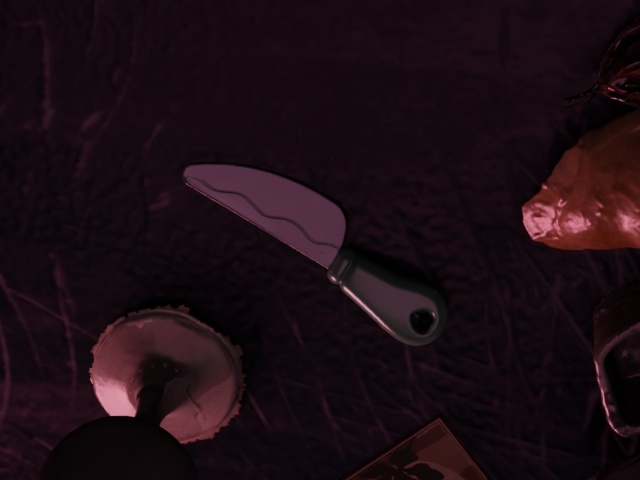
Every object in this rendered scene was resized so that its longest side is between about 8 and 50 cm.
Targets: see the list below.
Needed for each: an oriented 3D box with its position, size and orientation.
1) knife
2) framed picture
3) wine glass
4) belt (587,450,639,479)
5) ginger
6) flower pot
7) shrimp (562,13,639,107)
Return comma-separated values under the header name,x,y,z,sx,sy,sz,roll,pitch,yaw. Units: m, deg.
name,x,y,z,sx,sy,sz,roll,pitch,yaw
knife,0.001,-0.001,1.437,0.260,0.034,0.063,36,103,-1
framed picture,0.067,0.262,1.515,0.201,0.010,0.136,-35,99,15
wine glass,-0.150,0.178,1.356,0.143,0.321,0.143,3,114,7
belt,0.302,0.249,1.345,0.164,0.289,0.184,-19,79,11
ginger,0.261,-0.019,1.352,0.193,0.122,0.115,-31,143,26
flower pot,0.337,0.085,1.385,0.229,0.108,0.103,-7,105,7
shrimp,0.280,-0.148,1.344,0.190,0.073,0.074,-29,58,4
